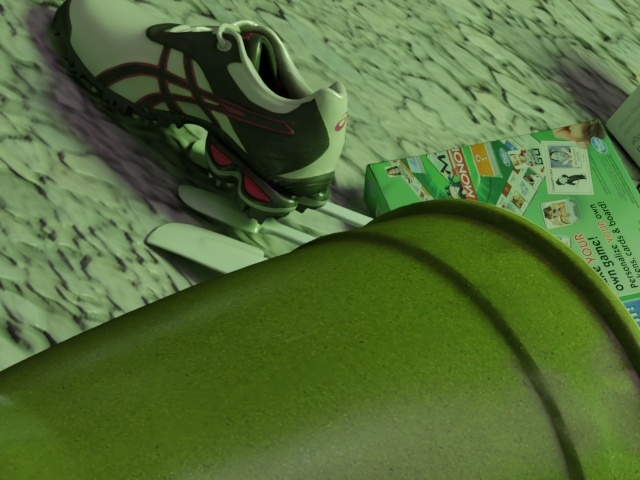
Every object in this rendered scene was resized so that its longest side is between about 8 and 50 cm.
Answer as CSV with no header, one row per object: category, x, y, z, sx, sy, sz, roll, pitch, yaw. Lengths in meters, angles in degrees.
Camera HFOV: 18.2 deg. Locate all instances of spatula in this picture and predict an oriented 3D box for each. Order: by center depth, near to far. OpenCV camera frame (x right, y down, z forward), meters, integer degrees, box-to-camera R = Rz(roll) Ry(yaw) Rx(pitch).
spatula,0.000,0.000,1.533,0.242,0.019,0.168,20,30,0

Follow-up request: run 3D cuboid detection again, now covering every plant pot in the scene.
plant pot,-0.051,0.178,1.043,0.353,0.366,0.366,-8,55,-36

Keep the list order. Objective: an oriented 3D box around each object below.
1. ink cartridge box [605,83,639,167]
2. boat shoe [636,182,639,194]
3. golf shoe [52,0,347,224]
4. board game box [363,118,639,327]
ink cartridge box,0.468,-0.083,1.992,0.131,0.226,0.306,-5,52,-49
boat shoe,0.327,0.021,1.863,0.076,0.080,0.228,19,45,-33
golf shoe,-0.087,-0.133,1.543,0.273,0.120,0.105,37,34,19
board game box,0.185,0.045,1.604,0.213,0.046,0.317,-12,52,-13
